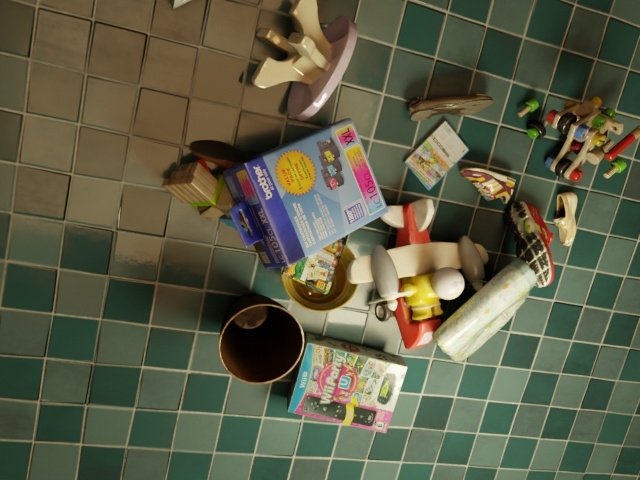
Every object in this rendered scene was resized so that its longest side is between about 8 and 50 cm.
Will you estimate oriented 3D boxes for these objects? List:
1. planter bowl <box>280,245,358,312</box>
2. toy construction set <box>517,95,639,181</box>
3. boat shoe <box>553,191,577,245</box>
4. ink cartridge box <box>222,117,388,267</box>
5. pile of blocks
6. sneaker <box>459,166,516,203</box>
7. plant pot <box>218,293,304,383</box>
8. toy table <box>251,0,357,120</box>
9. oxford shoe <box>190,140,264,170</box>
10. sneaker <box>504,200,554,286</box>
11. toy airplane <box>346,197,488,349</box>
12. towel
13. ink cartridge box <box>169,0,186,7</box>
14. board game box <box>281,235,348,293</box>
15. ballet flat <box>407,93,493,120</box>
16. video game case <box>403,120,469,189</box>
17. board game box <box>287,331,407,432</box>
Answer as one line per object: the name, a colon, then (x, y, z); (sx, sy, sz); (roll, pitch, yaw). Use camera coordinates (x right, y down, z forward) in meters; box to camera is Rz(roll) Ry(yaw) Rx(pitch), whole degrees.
planter bowl: (-0.005, 0.102, 1.633); (0.217, 0.090, 0.217); (2, 71, -7)
toy construction set: (0.775, -0.314, 1.649); (0.237, 0.309, 0.257); (-39, 119, -7)
boat shoe: (0.753, -0.067, 1.826); (0.059, 0.063, 0.170); (-1, 96, -12)
ink cartridge box: (-0.056, -0.106, 1.461); (0.395, 0.151, 0.270); (-29, 101, -28)
pile of blocks: (-0.225, -0.108, 1.539); (0.362, 0.149, 0.113); (30, 63, -27)
sneaker: (0.485, -0.161, 1.722); (0.185, 0.069, 0.084); (13, 96, -17)
plant pot: (-0.174, 0.232, 1.568); (0.215, 0.230, 0.216); (-4, 105, -14)
toy table: (-0.044, -0.449, 1.424); (0.160, 0.252, 0.274); (26, 85, -36)
oxford shoe: (-0.235, -0.200, 1.523); (0.212, 0.076, 0.076); (15, 134, -11)
sneaker: (0.642, 0.004, 1.729); (0.118, 0.107, 0.279); (7, 60, -25)
toy airplane: (0.289, 0.071, 1.622); (0.386, 0.272, 0.384); (-50, 121, -14)
towel: (0.476, 0.218, 1.699); (0.320, 0.374, 0.090); (-44, 67, 0)
ink cartridge box: (-0.337, -0.674, 1.294); (0.114, 0.197, 0.273); (-26, 110, -7)
board game box: (0.000, 0.000, 1.590); (0.136, 0.030, 0.260); (24, 69, -13)
ballet flat: (0.359, -0.380, 1.634); (0.249, 0.084, 0.058); (-10, 72, -9)
video game case: (0.333, -0.243, 1.688); (0.166, 0.015, 0.119); (-45, 112, 0)
board game box: (0.074, 0.419, 1.731); (0.303, 0.097, 0.224); (15, 101, -6)
